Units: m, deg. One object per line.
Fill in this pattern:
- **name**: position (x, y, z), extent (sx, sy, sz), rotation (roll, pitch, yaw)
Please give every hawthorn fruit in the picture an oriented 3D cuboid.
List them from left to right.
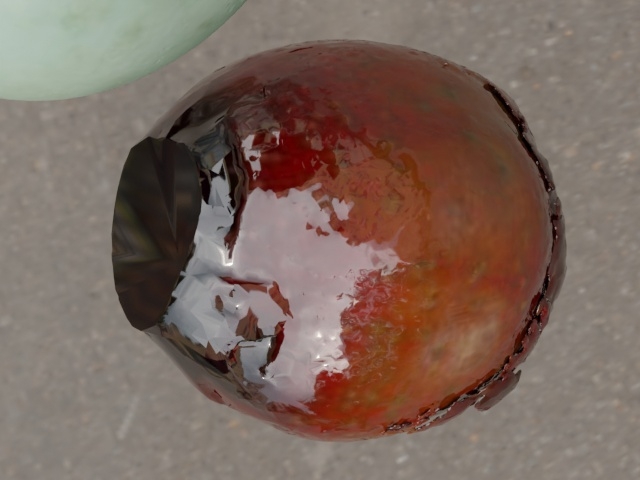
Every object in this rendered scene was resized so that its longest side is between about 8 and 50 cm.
- **hawthorn fruit**: position (0.008, -0.002, 1.186), extent (0.316, 0.316, 0.316), rotation (12, 110, 37)

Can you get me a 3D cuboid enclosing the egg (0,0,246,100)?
- **egg**: position (-0.120, -0.250, 0.771), extent (0.276, 0.276, 0.389), rotation (-11, 67, 41)
